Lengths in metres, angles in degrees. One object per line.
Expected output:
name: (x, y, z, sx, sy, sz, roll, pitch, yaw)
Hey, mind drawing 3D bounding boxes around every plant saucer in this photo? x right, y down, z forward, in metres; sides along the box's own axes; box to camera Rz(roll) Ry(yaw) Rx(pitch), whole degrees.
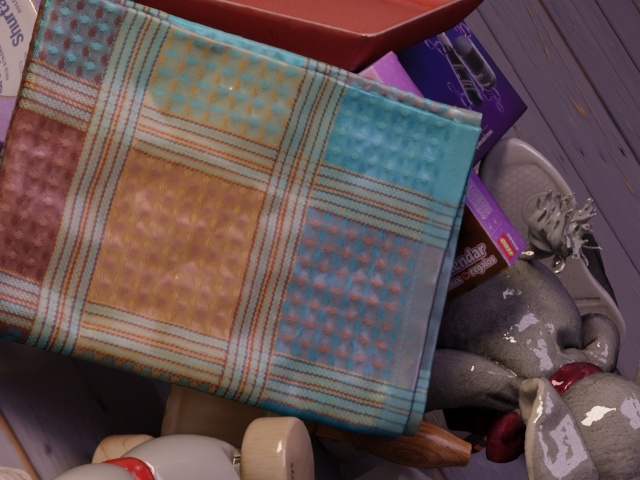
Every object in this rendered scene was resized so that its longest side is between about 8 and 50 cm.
plant saucer: (-0.010, -0.213, 1.619, 0.259, 0.258, 0.048, -30, 131, -56)

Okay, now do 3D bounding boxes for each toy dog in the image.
toy dog: (-0.114, 0.219, 1.249, 0.333, 0.220, 0.161, -6, 88, -55)

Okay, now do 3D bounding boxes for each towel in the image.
towel: (-0.062, -0.017, 1.361, 0.370, 0.040, 0.271, 17, 81, -22)

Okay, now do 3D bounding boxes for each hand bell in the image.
hand bell: (0.001, 0.146, 1.443, 0.242, 0.126, 0.126, 14, 34, 0)

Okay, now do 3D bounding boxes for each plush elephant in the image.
plush elephant: (0.203, 0.152, 1.585, 0.272, 0.330, 0.255, -7, 55, -32)

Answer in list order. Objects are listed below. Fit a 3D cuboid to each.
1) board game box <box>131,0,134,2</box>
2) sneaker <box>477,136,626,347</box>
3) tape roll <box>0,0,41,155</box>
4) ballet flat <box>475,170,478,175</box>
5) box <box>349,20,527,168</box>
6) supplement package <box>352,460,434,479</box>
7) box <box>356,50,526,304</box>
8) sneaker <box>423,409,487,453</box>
board game box: (-0.163, -0.354, 1.813, 0.302, 0.086, 0.308, 61, 26, 5)
sneaker: (0.232, -0.013, 1.947, 0.296, 0.104, 0.147, 58, 9, -32)
tape roll: (-0.313, -0.171, 1.437, 0.275, 0.090, 0.275, 41, 30, -30)
ballet flat: (0.153, -0.071, 2.135, 0.206, 0.067, 0.073, 28, 39, -44)
box: (0.083, -0.141, 1.779, 0.184, 0.103, 0.261, 51, 30, -3)
supplement package: (0.080, 0.326, 1.489, 0.203, 0.149, 0.194, 37, 33, -35)
box: (0.000, 0.000, 1.547, 0.201, 0.293, 0.057, 55, 29, -4)
sneaker: (0.216, 0.165, 1.921, 0.180, 0.124, 0.321, 50, 27, -12)
